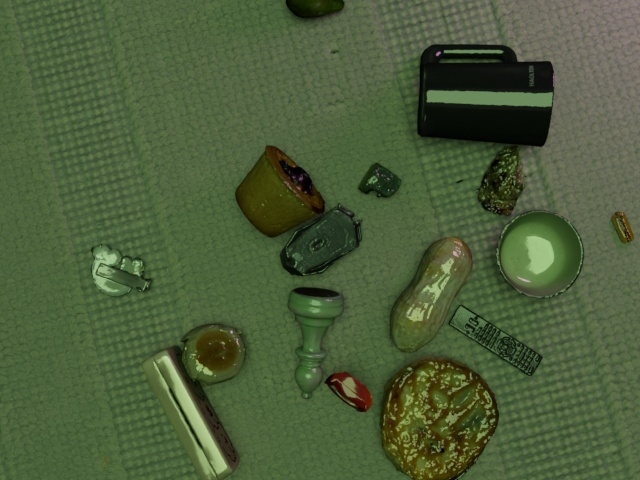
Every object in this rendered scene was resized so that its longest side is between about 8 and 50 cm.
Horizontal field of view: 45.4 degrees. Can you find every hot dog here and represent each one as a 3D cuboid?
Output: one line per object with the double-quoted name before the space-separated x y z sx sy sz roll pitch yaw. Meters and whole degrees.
"hot dog" 0.753 -0.034 1.902 0.037 0.021 0.083 -25 87 0

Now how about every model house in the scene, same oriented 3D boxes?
"model house" 0.150 -0.141 1.922 0.083 0.066 0.079 34 77 -14

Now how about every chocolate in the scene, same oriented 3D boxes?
"chocolate" 0.264 0.130 1.858 0.134 0.134 0.309 29 90 4

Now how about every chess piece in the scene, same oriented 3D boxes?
"chess piece" -0.022 0.258 1.880 0.139 0.139 0.272 6 99 3

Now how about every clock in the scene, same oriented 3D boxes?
"clock" 0.072 0.358 1.844 0.113 0.155 0.061 40 80 4

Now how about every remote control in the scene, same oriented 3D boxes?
"remote control" 0.434 0.248 1.897 0.245 0.025 0.063 33 88 4

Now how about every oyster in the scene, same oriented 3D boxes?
"oyster" 0.461 -0.151 1.908 0.105 0.056 0.177 27 93 11

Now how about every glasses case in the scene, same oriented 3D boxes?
"glasses case" -0.313 0.421 1.861 0.076 0.144 0.337 -29 87 2

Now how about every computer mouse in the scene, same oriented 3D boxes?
"computer mouse" 0.001 0.002 1.910 0.231 0.071 0.126 -35 99 -8

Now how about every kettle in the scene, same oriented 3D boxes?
"kettle" 0.393 -0.366 1.851 0.307 0.203 0.262 4 89 6

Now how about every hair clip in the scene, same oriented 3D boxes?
"hair clip" -0.512 0.086 1.937 0.172 0.049 0.116 20 83 6

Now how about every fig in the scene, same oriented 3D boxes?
"fig" -0.011 -0.618 1.923 0.156 0.123 0.123 5 87 -9

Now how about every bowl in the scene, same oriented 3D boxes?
"bowl" 0.523 0.034 1.863 0.211 0.112 0.212 0 87 3

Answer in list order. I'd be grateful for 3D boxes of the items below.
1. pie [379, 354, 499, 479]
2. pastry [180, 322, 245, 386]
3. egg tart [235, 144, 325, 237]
"pie" 0.286 0.435 1.865 0.314 0.092 0.316 0 89 -2
"pastry" -0.262 0.276 1.877 0.165 0.088 0.166 8 65 -18
"egg tart" -0.101 -0.117 1.864 0.170 0.215 0.215 -38 86 15
